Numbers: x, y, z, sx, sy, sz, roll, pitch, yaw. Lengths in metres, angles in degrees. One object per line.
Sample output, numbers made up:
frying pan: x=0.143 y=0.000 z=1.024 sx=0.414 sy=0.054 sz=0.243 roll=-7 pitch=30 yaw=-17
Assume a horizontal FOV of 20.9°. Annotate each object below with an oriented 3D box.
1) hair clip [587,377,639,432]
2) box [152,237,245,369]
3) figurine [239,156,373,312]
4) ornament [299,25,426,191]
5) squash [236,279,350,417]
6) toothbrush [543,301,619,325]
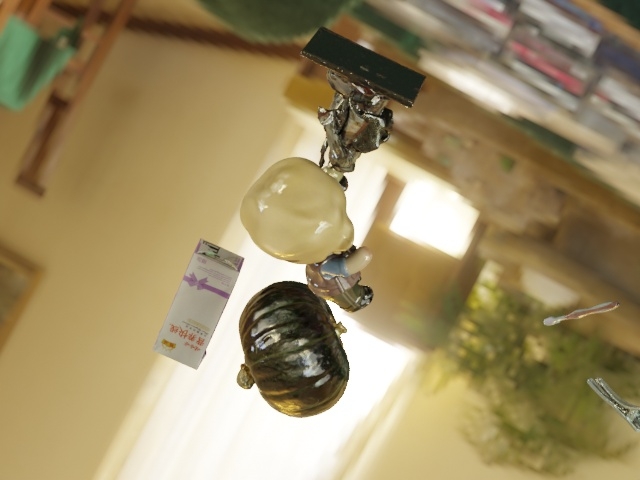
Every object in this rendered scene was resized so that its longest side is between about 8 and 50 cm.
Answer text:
hair clip: x=0.423 y=0.223 z=2.443 sx=0.030 sy=0.039 sz=0.115 roll=8 pitch=-156 yaw=-43
box: x=-0.115 y=0.061 z=1.644 sx=0.050 sy=0.117 sz=0.036 roll=23 pitch=-158 yaw=-1
figurine: x=0.000 y=0.000 z=1.812 sx=0.196 sy=0.108 sz=0.114 roll=49 pitch=-169 yaw=-40
ornament: x=0.020 y=-0.137 z=2.183 sx=0.153 sy=0.196 sz=0.166 roll=24 pitch=-161 yaw=2
squash: x=-0.037 y=0.143 z=2.316 sx=0.156 sy=0.193 sz=0.193 roll=-4 pitch=167 yaw=14
toothbrush: x=0.391 y=0.109 z=2.603 sx=0.019 sy=0.013 sz=0.193 roll=-7 pitch=173 yaw=-26
